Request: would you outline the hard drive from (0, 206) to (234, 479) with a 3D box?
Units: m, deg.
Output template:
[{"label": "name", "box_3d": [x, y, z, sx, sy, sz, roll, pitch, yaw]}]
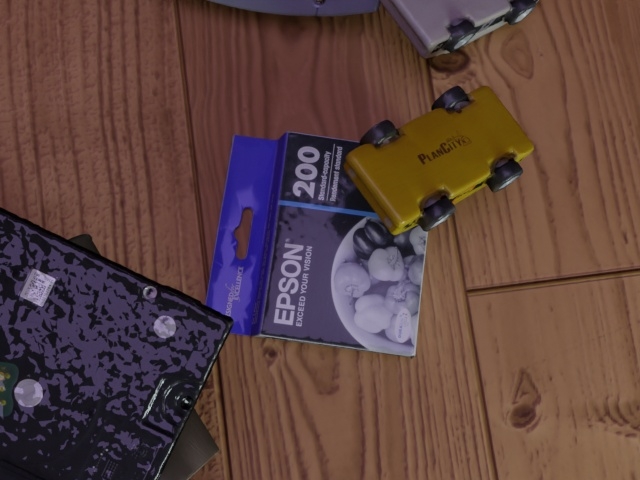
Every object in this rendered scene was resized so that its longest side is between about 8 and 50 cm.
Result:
[{"label": "hard drive", "box_3d": [-0.269, 0.095, 0.840, 0.339, 0.064, 0.237, 25, 88, -1]}]

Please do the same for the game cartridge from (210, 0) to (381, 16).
[{"label": "game cartridge", "box_3d": [-0.070, -0.330, 1.047, 0.297, 0.198, 0.062, 14, 32, 0]}]

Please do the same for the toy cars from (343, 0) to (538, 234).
[{"label": "toy cars", "box_3d": [0.117, -0.151, 1.031, 0.176, 0.087, 0.393, 21, 57, -14]}]

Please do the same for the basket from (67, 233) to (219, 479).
[{"label": "basket", "box_3d": [-0.209, 0.143, 0.944, 0.204, 0.154, 0.227, -42, 86, -13]}]

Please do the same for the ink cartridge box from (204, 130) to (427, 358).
[{"label": "ink cartridge box", "box_3d": [0.000, 0.000, 1.036, 0.208, 0.045, 0.206, 7, 77, 0]}]
